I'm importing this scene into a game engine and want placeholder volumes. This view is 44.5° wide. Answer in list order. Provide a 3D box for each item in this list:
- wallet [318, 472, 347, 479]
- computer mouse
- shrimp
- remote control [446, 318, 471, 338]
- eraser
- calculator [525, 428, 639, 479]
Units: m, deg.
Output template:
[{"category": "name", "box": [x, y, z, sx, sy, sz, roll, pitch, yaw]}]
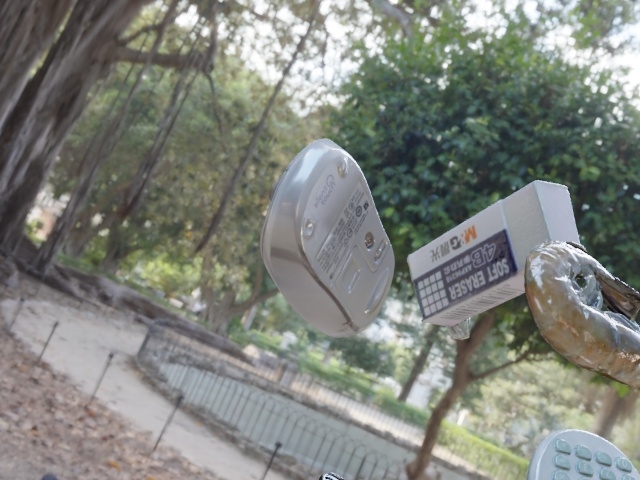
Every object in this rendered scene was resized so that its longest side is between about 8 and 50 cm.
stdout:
[{"category": "wallet", "box": [0.103, 0.433, 1.057, 0.318, 0.045, 0.172, 39, 20, -35]}, {"category": "computer mouse", "box": [0.000, 0.000, 1.033, 0.121, 0.184, 0.297, 11, -28, 36]}, {"category": "shrimp", "box": [0.262, 0.072, 0.695, 0.223, 0.126, 0.047, 29, -43, -24]}, {"category": "remote control", "box": [0.250, 0.132, 1.422, 0.045, 0.097, 0.256, -7, -13, 5]}, {"category": "eraser", "box": [0.260, 0.027, 1.196, 0.086, 0.130, 0.287, 8, -26, -33]}, {"category": "calculator", "box": [0.315, 0.352, 0.890, 0.184, 0.295, 0.042, 19, -44, -10]}]
